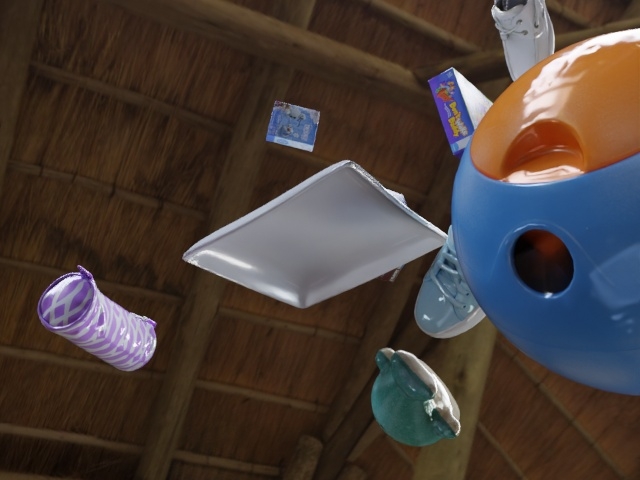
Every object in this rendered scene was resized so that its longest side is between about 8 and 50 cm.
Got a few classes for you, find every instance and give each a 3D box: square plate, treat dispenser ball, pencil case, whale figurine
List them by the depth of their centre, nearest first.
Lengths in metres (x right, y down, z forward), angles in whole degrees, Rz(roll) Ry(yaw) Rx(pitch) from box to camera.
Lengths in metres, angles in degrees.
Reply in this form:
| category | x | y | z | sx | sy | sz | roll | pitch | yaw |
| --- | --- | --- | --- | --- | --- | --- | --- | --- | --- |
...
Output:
| category | x | y | z | sx | sy | sz | roll | pitch | yaw |
| --- | --- | --- | --- | --- | --- | --- | --- | --- | --- |
| treat dispenser ball | 0.252 | -0.022 | 0.528 | 0.288 | 0.288 | 0.288 | 13 | -122 | -21 |
| pencil case | -0.299 | 0.116 | 0.908 | 0.086 | 0.206 | 0.088 | 34 | -103 | 24 |
| square plate | 0.000 | 0.000 | 1.141 | 0.344 | 0.347 | 0.049 | 29 | -138 | -49 |
| whale figurine | 0.165 | 0.300 | 1.237 | 0.141 | 0.272 | 0.216 | -39 | -115 | -8 |

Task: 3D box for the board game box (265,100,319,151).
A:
| category | x | y | z | sx | sy | sz | roll | pitch | yaw |
| --- | --- | --- | --- | --- | --- | --- | --- | --- | --- |
| board game box | -0.051 | -0.218 | 1.244 | 0.090 | 0.020 | 0.090 | 13 | -124 | -7 |

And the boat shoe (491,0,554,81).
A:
| category | x | y | z | sx | sy | sz | roll | pitch | yaw |
| --- | --- | --- | --- | --- | --- | --- | --- | --- | --- |
| boat shoe | 0.354 | -0.411 | 1.189 | 0.096 | 0.098 | 0.277 | -23 | -70 | -36 |

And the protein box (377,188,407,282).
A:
| category | x | y | z | sx | sy | sz | roll | pitch | yaw |
| --- | --- | --- | --- | --- | --- | --- | --- | --- | --- |
| protein box | 0.094 | -0.036 | 1.524 | 0.201 | 0.136 | 0.200 | 18 | -150 | -18 |

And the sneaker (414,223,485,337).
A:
| category | x | y | z | sx | sy | sz | roll | pitch | yaw |
| --- | --- | --- | --- | --- | --- | --- | --- | --- | --- |
| sneaker | 0.239 | 0.000 | 1.035 | 0.150 | 0.366 | 0.135 | 13 | -154 | -43 |

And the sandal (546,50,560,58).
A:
| category | x | y | z | sx | sy | sz | roll | pitch | yaw |
| --- | --- | --- | --- | --- | --- | --- | --- | --- | --- |
| sandal | 0.435 | -0.158 | 0.960 | 0.303 | 0.086 | 0.120 | 45 | -101 | 4 |

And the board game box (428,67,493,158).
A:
| category | x | y | z | sx | sy | sz | roll | pitch | yaw |
| --- | --- | --- | --- | --- | --- | --- | --- | --- | --- |
| board game box | 0.446 | -0.328 | 1.893 | 0.347 | 0.078 | 0.233 | 11 | -120 | -57 |
